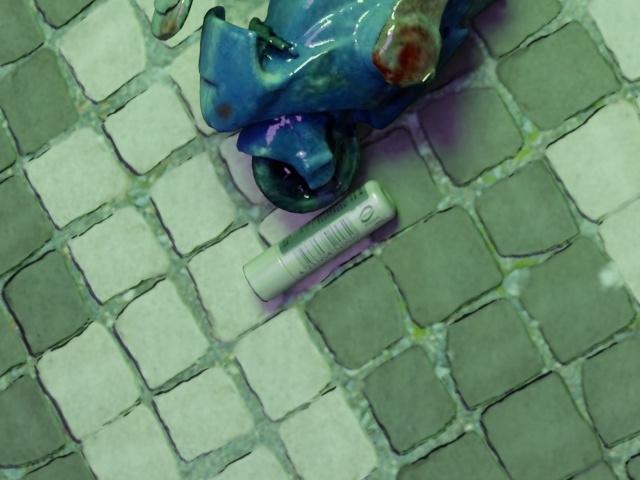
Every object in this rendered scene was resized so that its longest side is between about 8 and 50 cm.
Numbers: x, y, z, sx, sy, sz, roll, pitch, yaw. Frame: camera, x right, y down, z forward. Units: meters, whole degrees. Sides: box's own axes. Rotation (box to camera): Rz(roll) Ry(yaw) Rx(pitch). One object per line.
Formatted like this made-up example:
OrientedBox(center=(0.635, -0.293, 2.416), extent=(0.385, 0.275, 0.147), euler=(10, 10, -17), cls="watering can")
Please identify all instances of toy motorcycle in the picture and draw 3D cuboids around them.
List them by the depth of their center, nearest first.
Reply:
OrientedBox(center=(0.002, -0.199, 1.410), extent=(0.241, 0.182, 0.319), euler=(37, 91, -6), cls="toy motorcycle")

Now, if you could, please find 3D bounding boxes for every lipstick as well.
OrientedBox(center=(0.000, 0.000, 1.476), extent=(0.141, 0.040, 0.040), euler=(-34, 77, 14), cls="lipstick")
